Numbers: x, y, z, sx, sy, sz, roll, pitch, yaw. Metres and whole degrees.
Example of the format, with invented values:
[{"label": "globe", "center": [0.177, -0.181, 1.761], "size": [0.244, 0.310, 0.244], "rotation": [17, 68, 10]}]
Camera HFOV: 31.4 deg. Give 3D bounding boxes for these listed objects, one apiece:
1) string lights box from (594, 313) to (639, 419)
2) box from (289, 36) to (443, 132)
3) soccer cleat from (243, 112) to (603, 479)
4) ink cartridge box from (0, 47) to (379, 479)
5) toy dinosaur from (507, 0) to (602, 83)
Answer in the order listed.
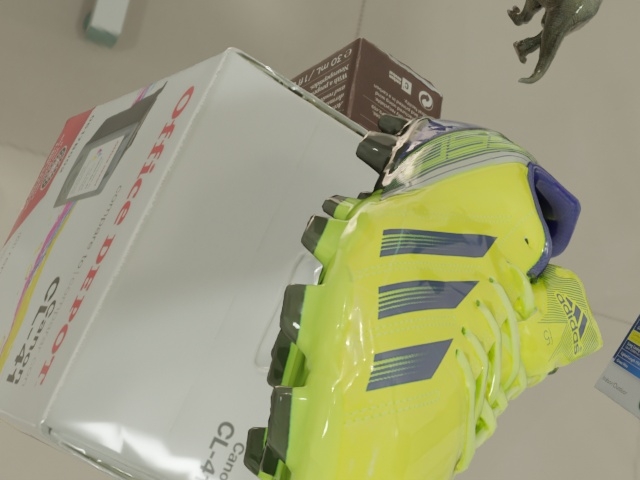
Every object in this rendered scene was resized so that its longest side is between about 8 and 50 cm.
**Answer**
[{"label": "string lights box", "center": [0.372, 0.060, 1.022], "size": [0.076, 0.133, 0.260], "rotation": [30, 94, -21]}, {"label": "box", "center": [0.000, 0.000, 1.186], "size": [0.143, 0.191, 0.381], "rotation": [29, 55, -33]}, {"label": "soccer cleat", "center": [0.051, 0.029, 0.426], "size": [0.121, 0.093, 0.289], "rotation": [20, 29, 4]}, {"label": "ink cartridge box", "center": [-0.109, 0.027, 0.702], "size": [0.131, 0.306, 0.226], "rotation": [30, 74, -22]}, {"label": "toy dinosaur", "center": [0.334, -0.329, 1.532], "size": [0.121, 0.160, 0.313], "rotation": [51, 53, -3]}]
